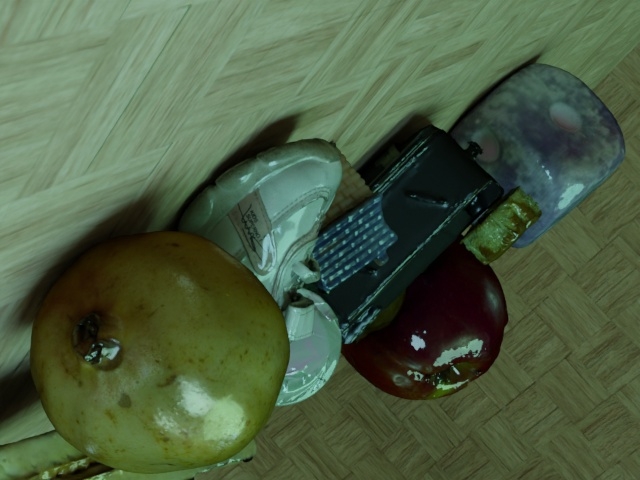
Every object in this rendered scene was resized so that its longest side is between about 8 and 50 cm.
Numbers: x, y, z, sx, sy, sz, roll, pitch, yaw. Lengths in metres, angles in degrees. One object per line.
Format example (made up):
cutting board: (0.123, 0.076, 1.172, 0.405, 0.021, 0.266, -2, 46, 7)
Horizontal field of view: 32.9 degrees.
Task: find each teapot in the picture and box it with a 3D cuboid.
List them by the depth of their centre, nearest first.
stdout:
teapot: (-0.092, 0.112, 1.479, 0.163, 0.221, 0.178, -50, -162, -7)

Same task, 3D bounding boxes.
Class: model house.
model house: (0.000, 0.000, 1.513, 0.166, 0.172, 0.183, -39, 171, -25)

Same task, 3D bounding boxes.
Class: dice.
dice: (0.416, -0.167, 2.166, 0.270, 0.270, 0.271, -34, 168, -37)

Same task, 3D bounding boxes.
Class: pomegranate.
pomegranate: (-0.163, 0.115, 1.098, 0.264, 0.264, 0.264, -41, 171, -8)

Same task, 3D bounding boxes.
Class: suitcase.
suitcase: (0.110, -0.011, 1.842, 0.434, 0.194, 0.283, -44, 173, 11)

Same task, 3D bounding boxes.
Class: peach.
peach: (0.170, 0.112, 2.144, 0.339, 0.416, 0.353, -38, 149, 13)

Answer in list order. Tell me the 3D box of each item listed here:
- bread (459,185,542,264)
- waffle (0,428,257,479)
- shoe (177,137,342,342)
bread: (0.304, -0.028, 1.796, 0.128, 0.069, 0.140, -42, 173, -26)
waffle: (-0.288, 0.278, 1.311, 0.261, 0.113, 0.376, -20, 171, 41)
shoe: (-0.076, 0.039, 1.286, 0.351, 0.198, 0.172, -44, 173, 22)
